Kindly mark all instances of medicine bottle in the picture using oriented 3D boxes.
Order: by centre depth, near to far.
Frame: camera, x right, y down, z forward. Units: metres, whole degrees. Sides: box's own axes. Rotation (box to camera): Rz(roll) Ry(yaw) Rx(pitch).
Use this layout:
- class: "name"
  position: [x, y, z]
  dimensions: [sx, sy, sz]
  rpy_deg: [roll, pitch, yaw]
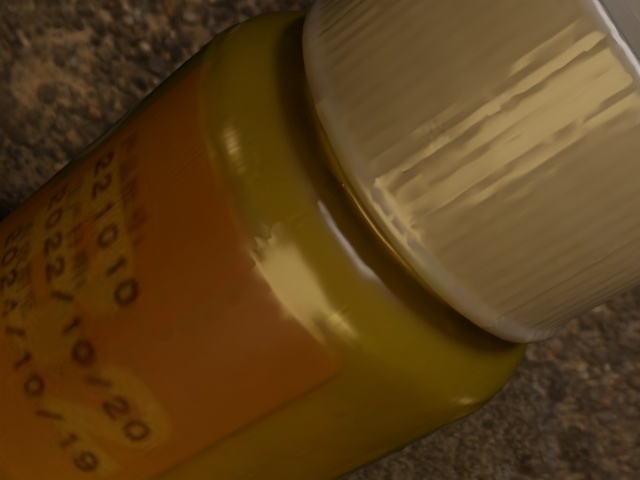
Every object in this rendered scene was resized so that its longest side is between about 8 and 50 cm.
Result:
- class: "medicine bottle"
  position: [0.000, 0.000, 0.516]
  dimensions: [0.384, 0.224, 0.224]
  rpy_deg: [-33, 98, 30]
